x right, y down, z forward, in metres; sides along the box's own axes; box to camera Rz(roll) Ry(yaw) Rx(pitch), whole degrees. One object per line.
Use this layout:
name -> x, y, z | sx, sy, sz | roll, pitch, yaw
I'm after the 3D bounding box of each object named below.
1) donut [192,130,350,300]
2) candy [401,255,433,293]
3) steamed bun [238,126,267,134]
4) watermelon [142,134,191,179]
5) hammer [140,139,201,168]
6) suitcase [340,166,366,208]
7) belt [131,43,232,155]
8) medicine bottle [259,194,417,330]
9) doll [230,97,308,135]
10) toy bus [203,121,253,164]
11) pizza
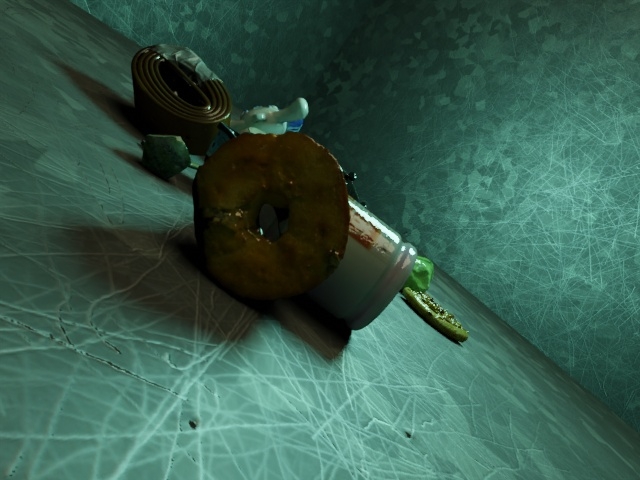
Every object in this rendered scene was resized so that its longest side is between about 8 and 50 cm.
donut -> -0.072, -0.037, 0.619 | 0.254, 0.253, 0.118 | 37, 5, -2
candy -> 0.343, 0.121, 1.515 | 0.142, 0.131, 0.344 | -3, -2, 18
steamed bun -> -0.177, -0.232, 1.266 | 0.232, 0.145, 0.231 | 37, 18, -14
watermelon -> -0.305, -0.174, 0.829 | 0.093, 0.084, 0.072 | 14, 26, -11
hammer -> -0.339, -0.194, 0.984 | 0.062, 0.013, 0.199 | 43, 13, 21
suitcase -> 0.010, -0.241, 1.677 | 0.335, 0.152, 0.229 | 46, -9, 33
belt -> -0.363, -0.375, 1.074 | 0.218, 0.122, 0.338 | -25, 64, -32
medicine bottle -> 0.000, 0.000, 0.777 | 0.316, 0.202, 0.202 | 38, 12, -2
doll -> -0.207, -0.466, 1.667 | 0.377, 0.186, 0.366 | 8, 3, 11
toy bus -> -0.148, -0.145, 0.980 | 0.272, 0.164, 0.133 | 24, 17, -45
pizza -> 0.364, 0.230, 1.294 | 0.246, 0.058, 0.127 | 43, 13, 15
